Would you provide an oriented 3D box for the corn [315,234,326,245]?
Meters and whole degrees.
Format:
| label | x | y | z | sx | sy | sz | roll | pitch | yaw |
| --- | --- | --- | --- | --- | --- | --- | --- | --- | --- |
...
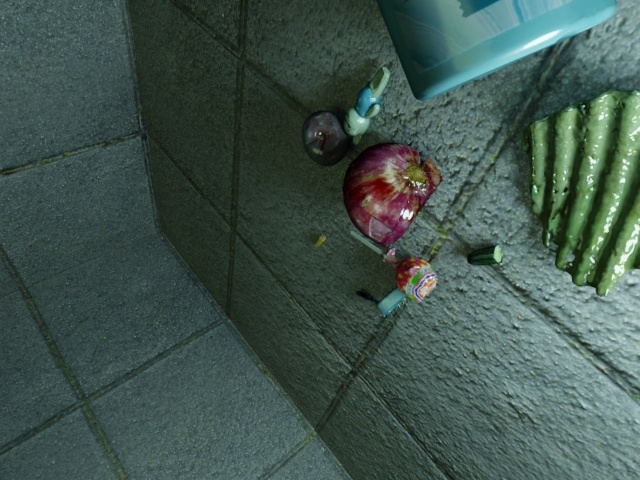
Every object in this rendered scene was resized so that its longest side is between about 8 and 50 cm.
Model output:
| label | x | y | z | sx | sy | sz | roll | pitch | yaw |
| --- | --- | --- | --- | --- | --- | --- | --- | --- | --- |
| corn | 0.000 | 0.000 | 1.677 | 0.083 | 0.028 | 0.027 | -48 | 58 | 61 |

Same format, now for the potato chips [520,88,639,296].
| label | x | y | z | sx | sy | sz | roll | pitch | yaw |
| --- | --- | --- | --- | --- | --- | --- | --- | --- | --- |
| potato chips | 0.552 | -0.085 | 0.776 | 0.373 | 0.097 | 0.388 | -6 | 111 | 54 |

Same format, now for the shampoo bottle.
| label | x | y | z | sx | sy | sz | roll | pitch | yaw |
| --- | --- | --- | --- | --- | --- | --- | --- | --- | --- |
| shampoo bottle | 0.252 | -0.451 | 0.691 | 0.331 | 0.331 | 0.342 | -6 | 111 | 56 |

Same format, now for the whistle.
| label | x | y | z | sx | sy | sz | roll | pitch | yaw |
| --- | --- | --- | --- | --- | --- | --- | --- | --- | --- |
| whistle | 0.123 | -0.374 | 1.171 | 0.235 | 0.077 | 0.113 | 125 | 137 | -53 |

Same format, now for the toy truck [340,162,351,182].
| label | x | y | z | sx | sy | sz | roll | pitch | yaw |
| --- | --- | --- | --- | --- | --- | --- | --- | --- | --- |
| toy truck | 0.113 | -0.210 | 1.308 | 0.111 | 0.077 | 0.076 | -16 | 102 | 57 |

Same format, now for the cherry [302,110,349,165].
| label | x | y | z | sx | sy | sz | roll | pitch | yaw |
| --- | --- | --- | --- | --- | --- | --- | --- | --- | --- |
| cherry | 0.016 | -0.310 | 1.311 | 0.176 | 0.140 | 0.175 | -22 | -90 | -88 |

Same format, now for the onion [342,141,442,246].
| label | x | y | z | sx | sy | sz | roll | pitch | yaw |
| --- | --- | --- | --- | --- | --- | --- | --- | --- | --- |
| onion | 0.169 | -0.135 | 1.140 | 0.230 | 0.256 | 0.272 | 45 | 125 | -2 |

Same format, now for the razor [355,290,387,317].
| label | x | y | z | sx | sy | sz | roll | pitch | yaw |
| --- | --- | --- | --- | --- | --- | --- | --- | --- | --- |
| razor | 0.195 | 0.229 | 1.579 | 0.155 | 0.028 | 0.044 | 32 | 130 | 36 |

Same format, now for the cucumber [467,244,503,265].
| label | x | y | z | sx | sy | sz | roll | pitch | yaw |
| --- | --- | --- | --- | --- | --- | --- | --- | --- | --- |
| cucumber | 0.423 | 0.041 | 1.101 | 0.105 | 0.048 | 0.048 | -16 | 101 | 59 |

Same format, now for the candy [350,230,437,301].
| label | x | y | z | sx | sy | sz | roll | pitch | yaw |
| --- | --- | --- | --- | --- | --- | --- | --- | --- | --- |
| candy | 0.215 | 0.057 | 1.359 | 0.365 | 0.124 | 0.124 | 37 | 142 | 43 |

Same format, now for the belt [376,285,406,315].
| label | x | y | z | sx | sy | sz | roll | pitch | yaw |
| --- | --- | --- | --- | --- | --- | --- | --- | --- | --- |
| belt | 0.264 | 0.182 | 1.422 | 0.065 | 0.100 | 0.179 | 52 | 132 | 16 |
